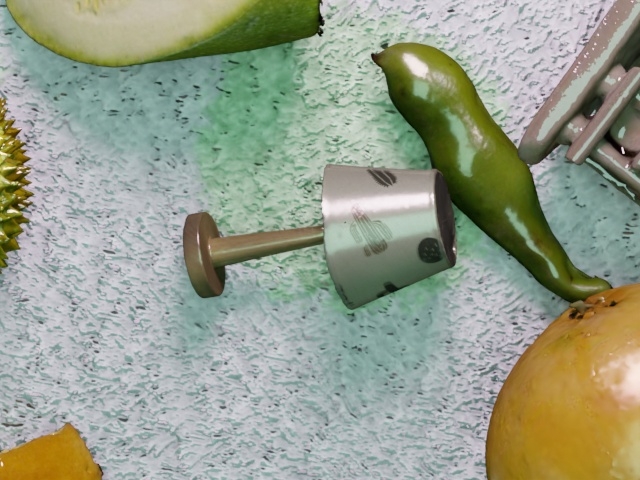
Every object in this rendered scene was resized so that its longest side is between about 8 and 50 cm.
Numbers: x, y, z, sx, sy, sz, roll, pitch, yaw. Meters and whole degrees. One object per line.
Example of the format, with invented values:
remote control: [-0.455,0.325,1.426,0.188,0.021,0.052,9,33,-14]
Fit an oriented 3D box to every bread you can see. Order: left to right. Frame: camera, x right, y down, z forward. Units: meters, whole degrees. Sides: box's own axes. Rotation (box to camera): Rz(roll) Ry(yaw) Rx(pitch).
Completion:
bread: [-0.297,0.249,1.509,0.260,0.134,0.129,-21,92,2]

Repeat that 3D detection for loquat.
loquat: [0.258,0.162,1.434,0.263,0.263,0.263,0,93,1]

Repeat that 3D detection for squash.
squash: [-0.133,-0.233,1.454,0.260,0.189,0.189,-5,93,-3]

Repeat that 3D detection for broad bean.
broad bean: [0.159,-0.048,1.530,0.318,0.056,0.098,40,87,-7]

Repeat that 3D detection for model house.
model house: [0.288,-0.112,1.489,0.188,0.122,0.229,36,90,-4]

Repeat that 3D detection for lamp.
lamp: [0.000,0.000,1.503,0.214,0.121,0.121,-10,93,12]

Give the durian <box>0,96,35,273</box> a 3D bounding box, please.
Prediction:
durian: [-0.340,-0.038,1.474,0.236,0.176,0.200,-16,102,7]
